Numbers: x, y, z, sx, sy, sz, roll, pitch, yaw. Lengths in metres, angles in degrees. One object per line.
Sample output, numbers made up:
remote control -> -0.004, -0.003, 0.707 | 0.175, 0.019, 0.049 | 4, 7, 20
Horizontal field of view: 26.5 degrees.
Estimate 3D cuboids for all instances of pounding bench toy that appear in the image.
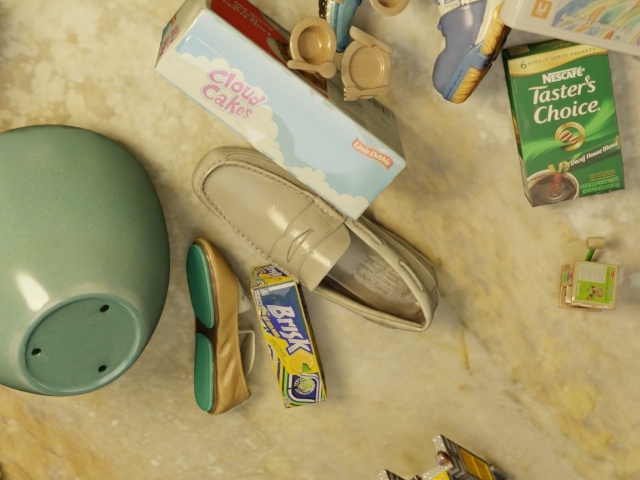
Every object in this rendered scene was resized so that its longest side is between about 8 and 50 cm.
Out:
pounding bench toy -> 0.313, 0.039, 1.586 | 0.052, 0.065, 0.083 | 7, 84, -5

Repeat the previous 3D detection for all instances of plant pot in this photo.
plant pot -> -0.279, 0.052, 1.434 | 0.290, 0.195, 0.290 | -15, 131, -19

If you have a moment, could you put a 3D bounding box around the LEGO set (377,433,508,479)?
LEGO set -> 0.112, 0.390, 1.633 | 0.331, 0.255, 0.192 | -29, 141, 23

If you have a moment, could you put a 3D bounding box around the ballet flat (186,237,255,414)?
ballet flat -> -0.115, 0.096, 1.599 | 0.073, 0.080, 0.232 | -14, 122, -27

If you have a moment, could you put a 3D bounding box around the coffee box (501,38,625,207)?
coffee box -> 0.270, -0.134, 1.509 | 0.113, 0.040, 0.184 | -11, 115, 3

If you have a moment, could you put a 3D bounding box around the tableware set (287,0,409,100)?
tableware set -> 0.028, -0.227, 1.379 | 0.141, 0.020, 0.168 | 9, 91, -35

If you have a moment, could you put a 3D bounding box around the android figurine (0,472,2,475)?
android figurine -> -0.508, 0.306, 1.681 | 0.273, 0.056, 0.248 | 28, 110, -12

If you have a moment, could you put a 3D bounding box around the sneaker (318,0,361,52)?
sneaker -> 0.041, -0.272, 1.424 | 0.073, 0.063, 0.162 | 8, 115, -10

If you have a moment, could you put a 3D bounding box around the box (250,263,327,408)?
box -> -0.037, 0.110, 1.604 | 0.054, 0.059, 0.168 | -13, 115, 4

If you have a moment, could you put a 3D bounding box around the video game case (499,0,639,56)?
video game case -> 0.371, -0.326, 1.366 | 0.329, 0.036, 0.300 | 7, 116, -27

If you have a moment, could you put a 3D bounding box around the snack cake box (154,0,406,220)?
snack cake box -> -0.041, -0.152, 1.427 | 0.264, 0.152, 0.089 | 36, 109, -17

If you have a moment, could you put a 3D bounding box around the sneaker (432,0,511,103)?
sneaker -> 0.154, -0.292, 1.410 | 0.131, 0.112, 0.296 | 20, 113, 8

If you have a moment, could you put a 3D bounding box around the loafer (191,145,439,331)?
loafer -> 0.000, 0.000, 1.523 | 0.319, 0.111, 0.112 | 29, 111, -15
